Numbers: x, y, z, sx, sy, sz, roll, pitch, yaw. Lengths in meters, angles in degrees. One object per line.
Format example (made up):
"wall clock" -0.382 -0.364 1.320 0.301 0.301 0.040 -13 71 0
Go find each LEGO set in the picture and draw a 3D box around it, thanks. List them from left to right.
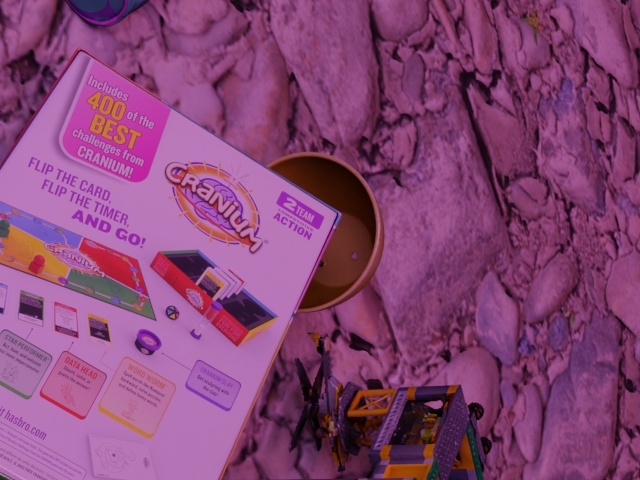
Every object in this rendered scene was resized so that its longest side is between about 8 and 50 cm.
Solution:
"LEGO set" 0.012 0.255 1.014 0.331 0.192 0.255 -64 142 -51

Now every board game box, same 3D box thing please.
"board game box" -0.147 0.047 0.909 0.242 0.064 0.316 33 55 -10

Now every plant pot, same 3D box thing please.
"plant pot" 0.000 0.000 1.093 0.095 0.134 0.134 26 57 -68

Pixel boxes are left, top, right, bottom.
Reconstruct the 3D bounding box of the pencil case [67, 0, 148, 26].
"pencil case" -0.145 -0.239 1.049 0.152 0.064 0.070 -51 131 -41
